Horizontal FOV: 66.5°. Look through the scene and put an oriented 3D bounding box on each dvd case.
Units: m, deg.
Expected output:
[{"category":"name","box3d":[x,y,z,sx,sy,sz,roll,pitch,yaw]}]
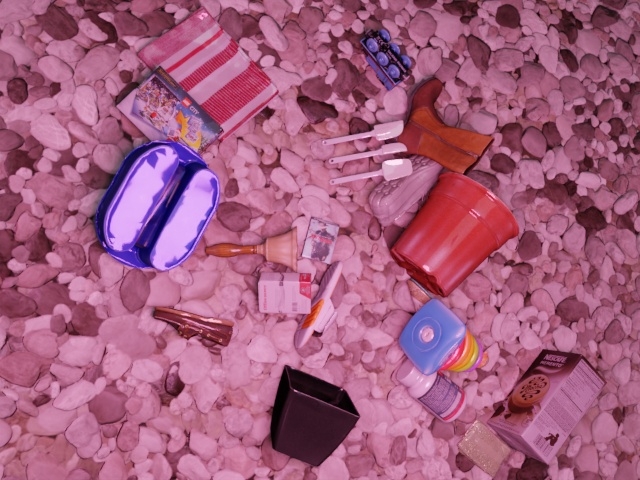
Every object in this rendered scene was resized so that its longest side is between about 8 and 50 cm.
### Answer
[{"category":"dvd case","box3d":[0.000,0.000,1.388,0.087,0.013,0.119,17,78,-11]}]

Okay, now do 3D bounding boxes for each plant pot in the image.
[{"category":"plant pot","box3d":[0.353,-0.002,1.361,0.272,0.272,0.265,43,84,-5]},{"category":"plant pot","box3d":[-0.035,0.451,1.240,0.188,0.187,0.166,26,89,-9]}]

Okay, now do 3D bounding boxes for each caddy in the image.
[{"category":"caddy","box3d":[-0.403,-0.086,1.218,0.241,0.179,0.341,30,84,-27]}]

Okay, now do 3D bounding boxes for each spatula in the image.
[{"category":"spatula","box3d":[0.131,-0.244,1.406,0.242,0.019,0.168,-10,86,7]}]

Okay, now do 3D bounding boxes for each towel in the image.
[{"category":"towel","box3d":[0.475,0.603,1.415,0.148,0.027,0.110,42,76,-5]},{"category":"towel","box3d":[-0.306,-0.467,1.366,0.237,0.037,0.329,-44,94,-14]}]

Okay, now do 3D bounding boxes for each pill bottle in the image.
[{"category":"pill bottle","box3d":[0.306,0.410,1.358,0.180,0.108,0.108,40,76,-6]}]

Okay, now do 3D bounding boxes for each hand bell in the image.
[{"category":"hand bell","box3d":[-0.183,0.023,1.310,0.242,0.126,0.126,0,82,-1]}]

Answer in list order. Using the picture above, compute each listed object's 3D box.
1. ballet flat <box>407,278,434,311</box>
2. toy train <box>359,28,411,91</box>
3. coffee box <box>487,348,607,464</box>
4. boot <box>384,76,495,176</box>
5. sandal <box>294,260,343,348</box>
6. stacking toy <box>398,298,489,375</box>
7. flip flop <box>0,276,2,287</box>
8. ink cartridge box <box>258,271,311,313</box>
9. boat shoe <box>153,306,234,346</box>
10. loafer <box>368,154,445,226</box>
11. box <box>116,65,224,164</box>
[{"category":"ballet flat","box3d":[0.317,0.197,1.413,0.206,0.073,0.067,40,90,-2]},{"category":"toy train","box3d":[0.191,-0.542,1.460,0.080,0.105,0.184,-43,94,-18]},{"category":"coffee box","box3d":[0.647,0.465,1.404,0.297,0.168,0.119,-44,94,-16]},{"category":"boot","box3d":[0.363,-0.334,1.398,0.281,0.096,0.264,29,73,34]},{"category":"sandal","box3d":[0.018,0.182,1.323,0.076,0.102,0.265,31,76,-13]},{"category":"stacking toy","box3d":[0.383,0.307,1.363,0.302,0.165,0.175,30,102,-36]},{"category":"flip flop","box3d":[-0.870,0.037,1.133,0.277,0.112,0.080,22,52,-8]},{"category":"ink cartridge box","box3d":[-0.092,0.138,1.290,0.136,0.056,0.099,2,115,0]},{"category":"boat shoe","box3d":[-0.327,0.221,1.248,0.207,0.073,0.073,16,77,-11]},{"category":"loafer","box3d":[0.269,-0.164,1.440,0.320,0.112,0.111,-38,129,-20]},{"category":"box","box3d":[-0.397,-0.323,1.305,0.159,0.044,0.233,-45,94,-4]}]
